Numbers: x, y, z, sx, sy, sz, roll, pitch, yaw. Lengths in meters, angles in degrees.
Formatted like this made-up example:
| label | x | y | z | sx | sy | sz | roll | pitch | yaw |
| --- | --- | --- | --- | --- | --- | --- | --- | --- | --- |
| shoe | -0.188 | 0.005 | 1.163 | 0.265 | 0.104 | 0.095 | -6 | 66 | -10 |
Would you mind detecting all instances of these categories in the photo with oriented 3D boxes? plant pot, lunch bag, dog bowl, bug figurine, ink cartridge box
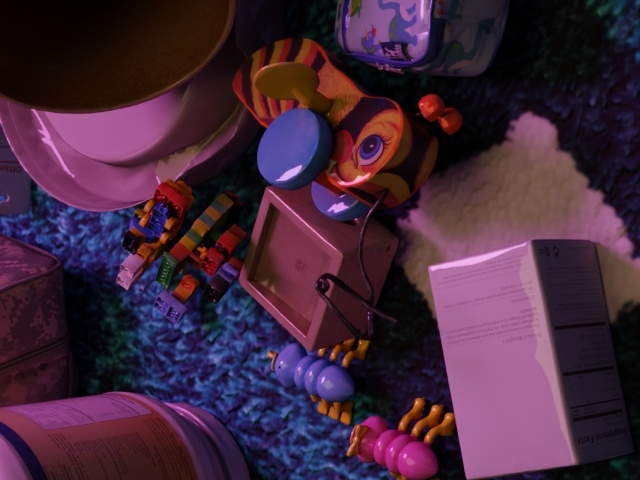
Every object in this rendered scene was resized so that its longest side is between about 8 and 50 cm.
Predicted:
| label | x | y | z | sx | sy | sz | roll | pitch | yaw |
| --- | --- | --- | --- | --- | --- | --- | --- | --- | --- |
| plant pot | -0.220 | -0.284 | 1.328 | 0.237 | 0.237 | 0.254 | -38 | 54 | 32 |
| lunch bag | -0.414 | 0.127 | 1.606 | 0.305 | 0.212 | 0.256 | 17 | 118 | 40 |
| dog bowl | -0.181 | -0.201 | 1.486 | 0.349 | 0.102 | 0.349 | 1 | 91 | 37 |
| lunch bag | 0.088 | -0.249 | 1.260 | 0.176 | 0.090 | 0.219 | 23 | 106 | 60 |
| bug figurine | 0.015 | 0.227 | 1.356 | 0.216 | 0.072 | 0.279 | 16 | 100 | 37 |
| ink cartridge box | -0.372 | -0.120 | 1.634 | 0.060 | 0.104 | 0.180 | 6 | 94 | 38 |

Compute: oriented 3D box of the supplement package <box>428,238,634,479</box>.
| label | x | y | z | sx | sy | sz | roll | pitch | yaw |
| --- | --- | --- | --- | --- | --- | --- | --- | --- | --- |
| supplement package | 0.171 | 0.096 | 1.211 | 0.105 | 0.105 | 0.179 | -15 | 81 | 36 |

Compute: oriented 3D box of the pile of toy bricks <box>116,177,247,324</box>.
| label | x | y | z | sx | sy | sz | roll | pitch | yaw |
| --- | --- | --- | --- | --- | --- | --- | --- | --- | --- |
| pile of toy bricks | -0.118 | -0.005 | 1.437 | 0.118 | 0.105 | 0.212 | 38 | 153 | 3 |

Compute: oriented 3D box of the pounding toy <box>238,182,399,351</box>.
| label | x | y | z | sx | sy | sz | roll | pitch | yaw |
| --- | --- | --- | --- | --- | --- | --- | --- | --- | --- |
| pounding toy | 0.000 | 0.000 | 1.363 | 0.141 | 0.100 | 0.130 | 42 | 129 | 33 |

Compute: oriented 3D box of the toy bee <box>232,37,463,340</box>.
| label | x | y | z | sx | sy | sz | roll | pitch | yaw |
| --- | --- | --- | --- | --- | --- | --- | --- | --- | --- |
| toy bee | 0.042 | -0.081 | 1.256 | 0.162 | 0.195 | 0.298 | -41 | 69 | 18 |

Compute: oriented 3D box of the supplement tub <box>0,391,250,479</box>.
| label | x | y | z | sx | sy | sz | roll | pitch | yaw |
| --- | --- | --- | --- | --- | --- | --- | --- | --- | --- |
| supplement tub | -0.236 | 0.262 | 1.398 | 0.228 | 0.316 | 0.228 | 0 | 91 | 38 |
